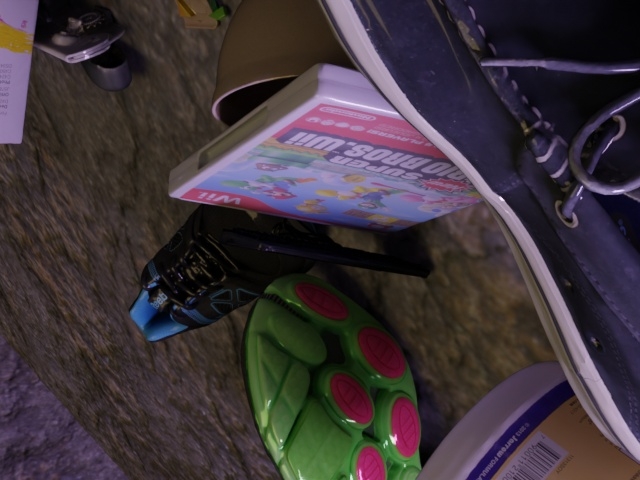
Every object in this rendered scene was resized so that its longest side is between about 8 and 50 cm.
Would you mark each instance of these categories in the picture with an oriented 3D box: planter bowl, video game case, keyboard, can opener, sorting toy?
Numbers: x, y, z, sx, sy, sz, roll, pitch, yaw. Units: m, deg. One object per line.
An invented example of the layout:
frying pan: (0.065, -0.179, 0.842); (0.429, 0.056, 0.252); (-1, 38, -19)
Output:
planter bowl: (0.007, -0.137, 0.721); (0.162, 0.162, 0.109); (158, 114, -63)
video game case: (0.029, -0.053, 0.767); (0.285, 0.204, 0.025); (160, 117, -63)
keyboard: (0.000, 0.000, 0.910); (0.100, 0.192, 0.038); (7, 87, 50)
can opener: (-0.308, -0.229, 1.189); (0.283, 0.076, 0.095); (27, 143, 43)
sorting toy: (-0.114, -0.219, 0.958); (0.083, 0.012, 0.062); (17, 137, 50)

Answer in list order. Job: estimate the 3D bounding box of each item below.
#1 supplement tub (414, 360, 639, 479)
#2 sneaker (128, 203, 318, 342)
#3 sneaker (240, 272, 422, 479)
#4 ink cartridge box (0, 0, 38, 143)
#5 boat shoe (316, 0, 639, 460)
supplement tub: (0.233, 0.265, 0.748); (0.331, 0.241, 0.241); (36, 149, 30)
sneaker: (-0.107, 0.030, 1.116); (0.125, 0.140, 0.341); (52, 153, 6)
sneaker: (0.023, 0.251, 1.134); (0.202, 0.185, 0.482); (8, 129, 50)
ink cartridge box: (-0.424, -0.251, 1.092); (0.198, 0.197, 0.270); (28, 114, 40)
boat shoe: (0.149, -0.074, 0.540); (0.156, 0.187, 0.500); (-3, 126, 53)
